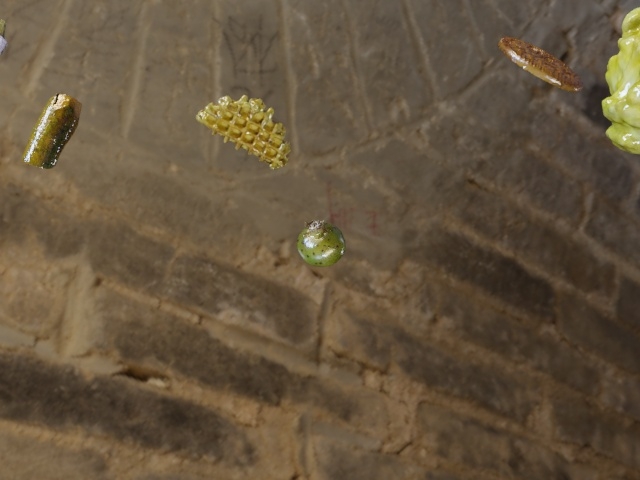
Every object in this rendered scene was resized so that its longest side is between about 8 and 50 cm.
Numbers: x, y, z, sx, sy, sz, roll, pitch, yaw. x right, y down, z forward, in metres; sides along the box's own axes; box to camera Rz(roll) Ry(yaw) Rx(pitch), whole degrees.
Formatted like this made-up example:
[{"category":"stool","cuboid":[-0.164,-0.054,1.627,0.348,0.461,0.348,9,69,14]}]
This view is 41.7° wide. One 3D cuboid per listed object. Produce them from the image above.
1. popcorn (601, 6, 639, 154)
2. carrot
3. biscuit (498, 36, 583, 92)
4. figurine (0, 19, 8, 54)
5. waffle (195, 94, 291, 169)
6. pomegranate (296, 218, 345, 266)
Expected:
[{"category":"popcorn","cuboid":[0.584,-0.255,1.351,0.242,0.235,0.250,19,-125,-14]},{"category":"carrot","cuboid":[-0.579,-0.234,1.820,0.082,0.173,0.082,24,177,1]},{"category":"biscuit","cuboid":[0.436,-0.350,1.657,0.188,0.027,0.188,23,-153,-13]},{"category":"figurine","cuboid":[-0.609,-0.338,1.358,0.184,0.208,0.128,32,174,-8]},{"category":"waffle","cuboid":[-0.150,-0.216,1.726,0.192,0.161,0.046,58,-149,-26]},{"category":"pomegranate","cuboid":[0.002,0.003,2.127,0.130,0.130,0.130,34,-153,-20]}]
